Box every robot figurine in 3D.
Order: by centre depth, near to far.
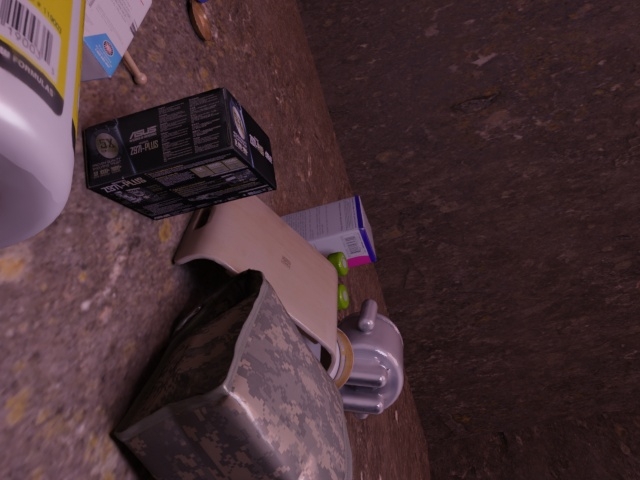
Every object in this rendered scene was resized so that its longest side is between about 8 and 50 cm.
[{"bbox_3d":[0.116,0.309,1.473,0.353,0.199,0.300,-63,160,-73],"label":"robot figurine"}]

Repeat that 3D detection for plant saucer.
[{"bbox_3d":[-0.243,-0.438,1.132,0.083,0.015,0.084,-14,90,-78],"label":"plant saucer"}]

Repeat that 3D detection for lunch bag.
[{"bbox_3d":[-0.077,0.196,0.696,0.235,0.168,0.287,57,19,-17],"label":"lunch bag"}]

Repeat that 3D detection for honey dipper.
[{"bbox_3d":[-0.275,-0.273,0.751,0.161,0.030,0.031,67,14,-48],"label":"honey dipper"}]

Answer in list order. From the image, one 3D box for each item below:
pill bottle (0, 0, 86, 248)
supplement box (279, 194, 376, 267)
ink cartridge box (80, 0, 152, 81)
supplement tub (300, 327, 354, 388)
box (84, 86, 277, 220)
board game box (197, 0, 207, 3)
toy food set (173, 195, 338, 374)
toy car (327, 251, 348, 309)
[{"bbox_3d":[-0.248,-0.173,0.357,0.188,0.187,0.334,55,23,-60],"label":"pill bottle"},{"bbox_3d":[0.000,0.000,1.252,0.114,0.219,0.111,-94,165,-45],"label":"supplement box"},{"bbox_3d":[-0.261,-0.282,0.649,0.104,0.060,0.180,62,32,-50],"label":"ink cartridge box"},{"bbox_3d":[-0.015,0.227,1.088,0.199,0.144,0.145,41,36,-70],"label":"supplement tub"},{"bbox_3d":[-0.163,-0.097,0.686,0.147,0.180,0.078,39,40,-70],"label":"box"},{"bbox_3d":[-0.242,-0.625,1.011,0.232,0.141,0.291,-8,81,-78],"label":"board game box"},{"bbox_3d":[-0.087,0.061,0.917,0.306,0.092,0.220,41,26,-21],"label":"toy food set"},{"bbox_3d":[-0.049,0.060,1.108,0.188,0.154,0.149,51,32,-51],"label":"toy car"}]
